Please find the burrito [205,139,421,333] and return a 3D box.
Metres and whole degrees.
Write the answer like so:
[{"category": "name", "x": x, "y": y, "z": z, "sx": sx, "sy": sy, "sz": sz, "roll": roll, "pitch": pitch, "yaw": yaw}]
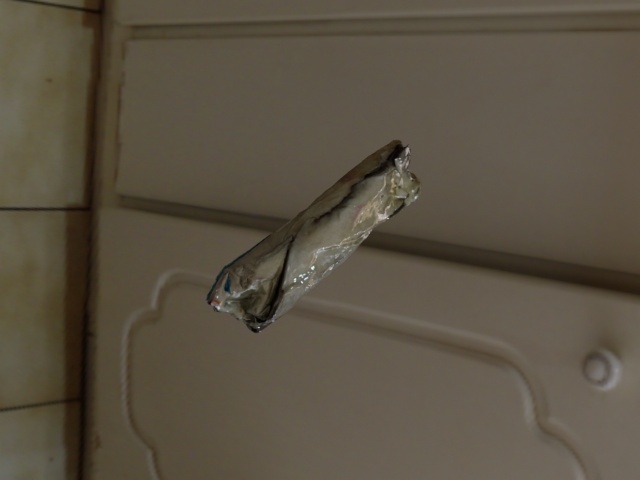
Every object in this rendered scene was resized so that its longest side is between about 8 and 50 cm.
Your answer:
[{"category": "burrito", "x": -0.001, "y": -0.001, "z": 0.733, "sx": 0.171, "sy": 0.042, "sz": 0.051, "roll": -42, "pitch": 127, "yaw": -6}]
